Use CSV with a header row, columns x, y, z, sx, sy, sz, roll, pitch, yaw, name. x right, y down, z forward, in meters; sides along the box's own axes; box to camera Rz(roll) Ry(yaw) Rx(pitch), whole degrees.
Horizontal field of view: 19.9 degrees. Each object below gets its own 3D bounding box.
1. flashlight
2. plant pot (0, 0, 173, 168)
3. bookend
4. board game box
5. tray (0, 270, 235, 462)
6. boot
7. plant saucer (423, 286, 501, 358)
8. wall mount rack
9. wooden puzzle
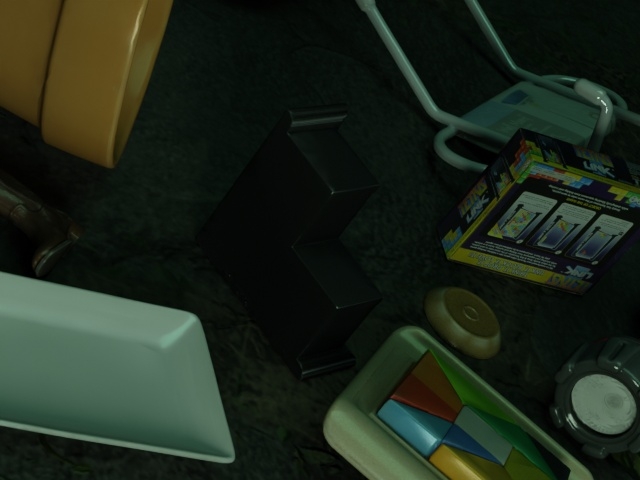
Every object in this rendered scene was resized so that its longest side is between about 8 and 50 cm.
x,y,z,sx,sy,sz,roll,pitch,yaw,name
0.308,0.094,1.688,0.103,0.103,0.304,40,35,8,flashlight
-0.220,-0.222,1.443,0.203,0.291,0.291,15,36,-4,plant pot
0.000,0.000,1.463,0.072,0.157,0.156,-11,56,-48,bookend
0.218,-0.024,1.708,0.170,0.141,0.048,15,42,-31,board game box
-0.194,0.089,1.292,0.270,0.030,0.145,14,41,-32,tray
-0.238,-0.024,1.367,0.114,0.037,0.106,38,10,-5,boot
0.131,0.069,1.630,0.083,0.015,0.083,24,36,-19,plant saucer
0.194,-0.186,1.899,0.304,0.130,0.350,25,27,21,wall mount rack
0.122,0.167,1.445,0.221,0.044,0.238,41,22,4,wooden puzzle
